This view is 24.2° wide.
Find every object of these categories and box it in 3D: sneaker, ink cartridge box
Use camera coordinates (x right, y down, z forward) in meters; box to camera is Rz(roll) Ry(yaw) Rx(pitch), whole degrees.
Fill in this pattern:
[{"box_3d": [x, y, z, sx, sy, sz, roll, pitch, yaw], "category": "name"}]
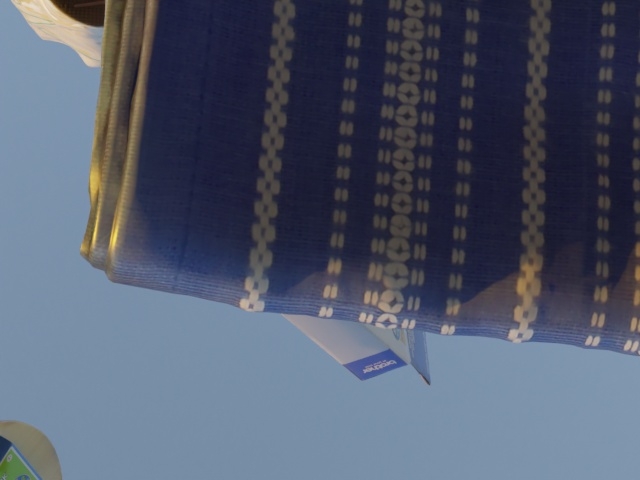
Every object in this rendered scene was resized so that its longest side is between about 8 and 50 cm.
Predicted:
[{"box_3d": [-0.183, -0.162, 0.952, 0.054, 0.061, 0.152, -38, -113, -26], "category": "sneaker"}, {"box_3d": [0.000, 0.000, 1.337, 0.065, 0.311, 0.186, -24, -128, 23], "category": "ink cartridge box"}]

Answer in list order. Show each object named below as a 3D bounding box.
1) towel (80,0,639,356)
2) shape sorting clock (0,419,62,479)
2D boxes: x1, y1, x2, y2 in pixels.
[{"box_3d": [0.110, -0.086, 0.427, 0.336, 0.040, 0.243, 7, -103, -6], "category": "towel"}, {"box_3d": [-0.287, 0.248, 1.242, 0.040, 0.206, 0.206, 18, -123, 25], "category": "shape sorting clock"}]
